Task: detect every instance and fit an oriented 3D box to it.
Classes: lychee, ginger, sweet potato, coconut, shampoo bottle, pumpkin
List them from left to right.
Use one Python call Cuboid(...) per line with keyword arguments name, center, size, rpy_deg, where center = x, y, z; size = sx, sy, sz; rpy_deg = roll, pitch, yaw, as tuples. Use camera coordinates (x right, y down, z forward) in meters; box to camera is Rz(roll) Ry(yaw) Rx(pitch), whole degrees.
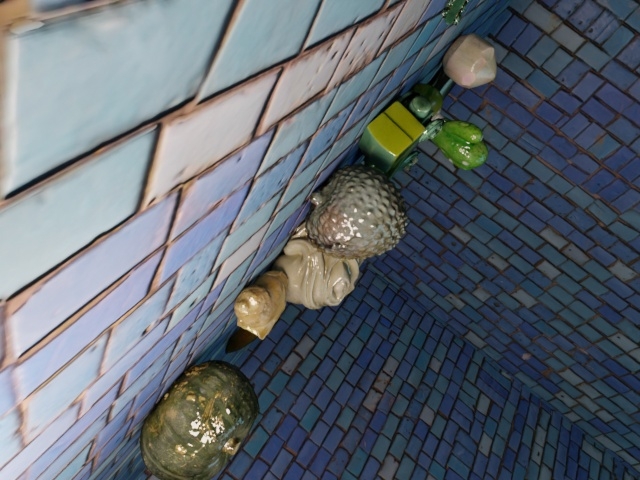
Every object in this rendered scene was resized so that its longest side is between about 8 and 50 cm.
Cuboid(name="pumpkin", center=(-0.326, 0.492, 1.345), size=(0.327, 0.257, 0.291), rpy_deg=(-62, 160, 16))
Cuboid(name="sweet potato", center=(-0.257, 0.315, 1.816), size=(0.108, 0.079, 0.346), rpy_deg=(-30, 158, -46))
Cuboid(name="ginger", center=(-0.154, 0.143, 1.303), size=(0.122, 0.115, 0.193), rpy_deg=(90, 24, -58))
Cuboid(name="lychee", center=(0.091, -0.060, 1.244), size=(0.255, 0.274, 0.255), rpy_deg=(-39, -147, 32))
Cuboid(name="shampoo bottle", center=(0.467, -0.600, 1.882), size=(0.350, 0.084, 0.125), rpy_deg=(-54, 174, 12))
Cuboid(name="coconut", center=(0.510, -0.595, 1.661), size=(0.171, 0.183, 0.171), rpy_deg=(-48, 174, -6))

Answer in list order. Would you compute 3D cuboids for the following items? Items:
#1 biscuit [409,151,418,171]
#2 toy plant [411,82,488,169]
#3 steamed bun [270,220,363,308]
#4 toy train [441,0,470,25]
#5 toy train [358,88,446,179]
Cuboid(name="biscuit", center=(0.289, -0.322, 1.818), size=(0.052, 0.150, 0.252), rpy_deg=(-51, 176, 6))
Cuboid(name="toy plant", center=(0.393, -0.346, 1.557), size=(0.184, 0.316, 0.224), rpy_deg=(-54, 178, -10))
Cuboid(name="steamed bun", center=(0.021, 0.080, 1.505), size=(0.324, 0.219, 0.309), rpy_deg=(-17, 145, -52))
Cuboid(name="toy train", center=(0.291, -0.501, 1.031), size=(0.064, 0.044, 0.103), rpy_deg=(-62, 180, -22))
Cuboid(name="toy train", center=(0.199, -0.266, 1.410), size=(0.237, 0.150, 0.369), rpy_deg=(-42, 173, -17))
